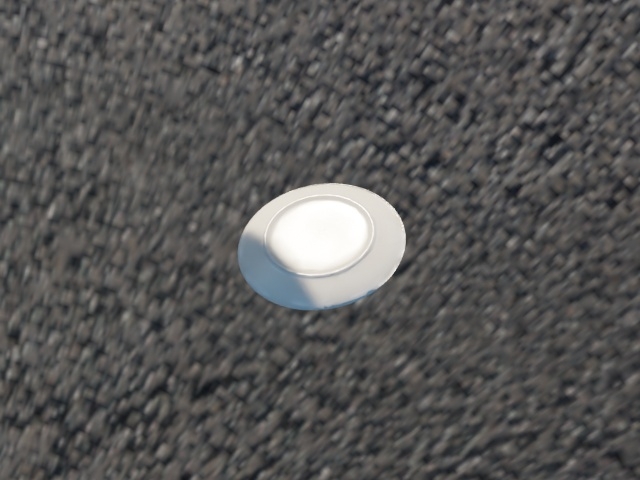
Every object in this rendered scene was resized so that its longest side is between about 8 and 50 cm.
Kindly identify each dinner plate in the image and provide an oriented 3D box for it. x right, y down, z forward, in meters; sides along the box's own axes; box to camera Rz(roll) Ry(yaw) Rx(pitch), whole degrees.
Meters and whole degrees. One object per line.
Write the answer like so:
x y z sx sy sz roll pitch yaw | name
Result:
0.000 0.000 1.634 0.141 0.017 0.141 -4 47 4 | dinner plate
